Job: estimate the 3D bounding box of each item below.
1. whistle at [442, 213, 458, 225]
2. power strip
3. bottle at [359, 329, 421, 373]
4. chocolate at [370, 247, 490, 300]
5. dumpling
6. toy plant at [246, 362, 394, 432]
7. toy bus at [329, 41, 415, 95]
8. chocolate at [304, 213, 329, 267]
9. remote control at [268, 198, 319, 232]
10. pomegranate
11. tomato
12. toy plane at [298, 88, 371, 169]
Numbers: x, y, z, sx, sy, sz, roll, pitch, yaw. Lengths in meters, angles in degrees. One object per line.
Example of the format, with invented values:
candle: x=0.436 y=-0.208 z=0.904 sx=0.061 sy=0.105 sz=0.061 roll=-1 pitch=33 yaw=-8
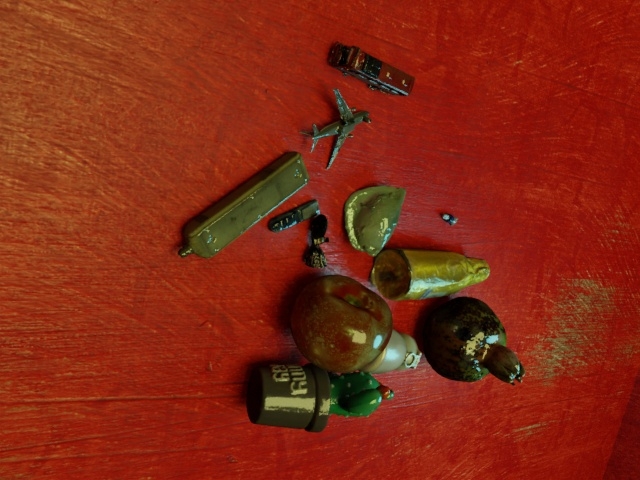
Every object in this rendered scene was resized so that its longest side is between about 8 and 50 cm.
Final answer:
whistle: x=0.404 y=-0.066 z=2.024 sx=0.083 sy=0.029 sz=0.033 roll=21 pitch=108 yaw=-48
power strip: x=-0.184 y=-0.078 z=1.538 sx=0.387 sy=0.066 sz=0.092 roll=-39 pitch=128 yaw=-23
bottle: x=0.205 y=0.329 z=1.940 sx=0.236 sy=0.148 sz=0.147 roll=15 pitch=97 yaw=-45
chocolate: x=0.365 y=0.096 z=1.966 sx=0.445 sy=0.162 sz=0.162 roll=0 pitch=106 yaw=-39
dumpling: x=0.152 y=-0.069 z=1.772 sx=0.149 sy=0.105 sz=0.216 roll=37 pitch=83 yaw=-40
toy plant: x=0.015 y=0.419 z=1.735 sx=0.400 sy=0.279 sz=0.185 roll=6 pitch=66 yaw=-22
toy bus: x=0.133 y=-0.430 z=1.633 sx=0.235 sy=0.096 sz=0.073 roll=13 pitch=95 yaw=-42
chocolate: x=-0.002 y=-0.001 z=1.703 sx=0.070 sy=0.072 sz=0.147 roll=-3 pitch=114 yaw=-41
remote control: x=-0.066 y=-0.059 z=1.658 sx=0.152 sy=0.027 sz=0.043 roll=-28 pitch=117 yaw=-30
pomegranate: x=0.490 y=0.340 z=2.034 sx=0.285 sy=0.341 sz=0.285 roll=-16 pitch=120 yaw=-31
tomato: x=0.049 y=0.229 z=1.702 sx=0.270 sy=0.270 sz=0.222 roll=5 pitch=126 yaw=-39
toy plane: x=0.051 y=-0.292 z=1.644 sx=0.226 sy=0.058 sz=0.226 roll=-22 pitch=134 yaw=-30
